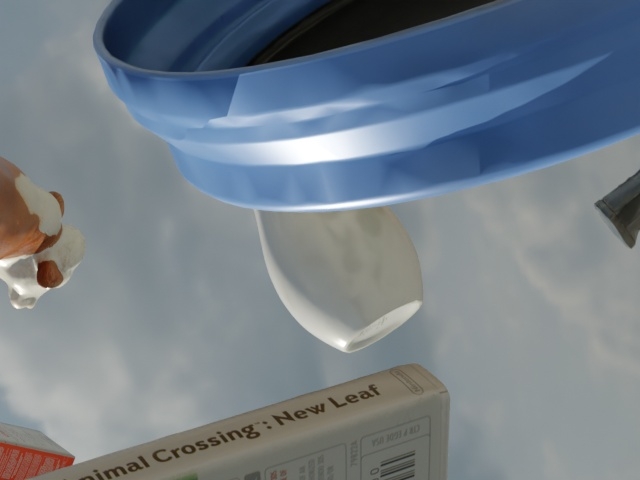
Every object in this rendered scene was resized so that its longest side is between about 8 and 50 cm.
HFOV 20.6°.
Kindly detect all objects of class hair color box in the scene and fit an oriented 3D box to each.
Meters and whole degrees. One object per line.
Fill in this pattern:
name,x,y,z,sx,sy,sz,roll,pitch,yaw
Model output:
hair color box,-0.326,0.213,1.779,0.141,0.072,0.043,22,-87,-46

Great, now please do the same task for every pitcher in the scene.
pitcher,0.000,0.000,1.578,0.207,0.125,0.178,57,168,15

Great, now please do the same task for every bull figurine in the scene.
bull figurine,-0.283,-0.021,1.250,0.310,0.188,0.101,76,-176,-71

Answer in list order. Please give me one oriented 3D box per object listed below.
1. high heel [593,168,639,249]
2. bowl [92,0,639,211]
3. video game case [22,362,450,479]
high heel,0.314,-0.022,1.158,0.093,0.186,0.261,51,180,-37
bowl,0.089,-0.133,0.795,0.391,0.391,0.077,-69,-40,-61
video game case,-0.050,0.153,0.517,0.023,0.193,0.212,38,135,50
